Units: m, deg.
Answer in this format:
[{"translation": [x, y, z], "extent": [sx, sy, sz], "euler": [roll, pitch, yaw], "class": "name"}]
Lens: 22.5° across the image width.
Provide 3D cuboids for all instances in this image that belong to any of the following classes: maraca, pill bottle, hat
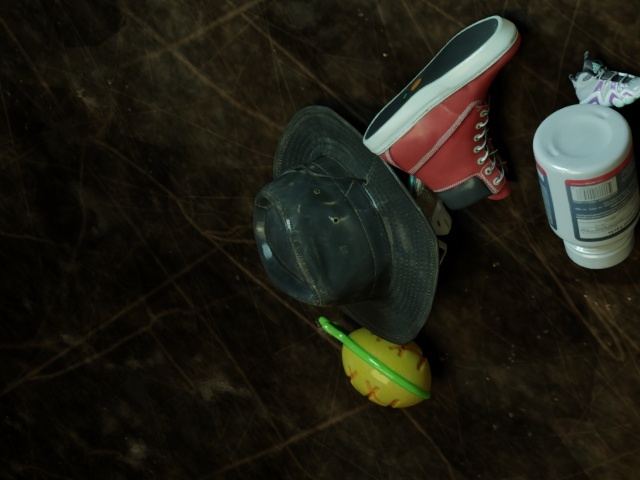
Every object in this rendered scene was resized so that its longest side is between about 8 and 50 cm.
[{"translation": [0.074, 0.159, 2.178], "extent": [0.186, 0.099, 0.127], "euler": [36, 180, 28], "class": "maraca"}, {"translation": [0.303, -0.056, 1.803], "extent": [0.108, 0.108, 0.180], "euler": [18, 147, 30], "class": "pill bottle"}, {"translation": [0.000, 0.000, 2.042], "extent": [0.331, 0.134, 0.331], "euler": [34, 136, 41], "class": "hat"}]

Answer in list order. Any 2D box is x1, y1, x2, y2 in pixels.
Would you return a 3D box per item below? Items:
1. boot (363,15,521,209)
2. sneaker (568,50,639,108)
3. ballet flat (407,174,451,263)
[{"translation": [0.190, -0.140, 1.883], "extent": [0.176, 0.088, 0.244], "euler": [37, 130, -13], "class": "boot"}, {"translation": [0.313, -0.180, 1.767], "extent": [0.098, 0.038, 0.069], "euler": [-18, 109, 46], "class": "sneaker"}, {"translation": [0.131, -0.011, 2.042], "extent": [0.067, 0.073, 0.206], "euler": [11, 135, 1], "class": "ballet flat"}]
